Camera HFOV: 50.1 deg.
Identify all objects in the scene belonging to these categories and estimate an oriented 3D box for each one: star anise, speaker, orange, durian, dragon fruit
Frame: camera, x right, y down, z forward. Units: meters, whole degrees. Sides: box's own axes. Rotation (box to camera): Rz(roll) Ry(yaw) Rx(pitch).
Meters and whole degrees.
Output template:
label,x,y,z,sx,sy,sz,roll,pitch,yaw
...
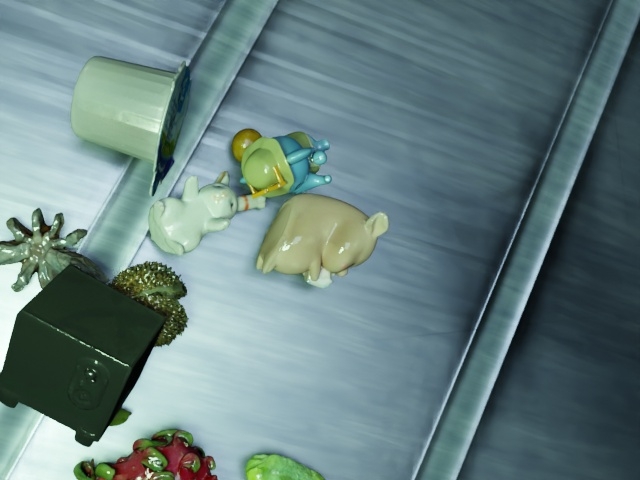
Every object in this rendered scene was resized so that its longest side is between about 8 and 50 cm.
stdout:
label,x,y,z,sx,sy,sz,roll,pitch,yaw
star anise,-0.574,0.042,1.428,0.257,0.110,0.198,40,98,-6
speaker,-0.470,0.227,1.333,0.232,0.254,0.184,30,31,-2
orange,-0.172,-0.223,1.623,0.085,0.085,0.085,2,83,-19
durian,-0.063,0.575,1.552,0.250,0.101,0.139,36,73,-12
dragon fruit,-0.350,0.510,1.423,0.273,0.218,0.198,-20,53,-15
durian,-0.374,0.140,1.456,0.196,0.167,0.196,36,31,-26

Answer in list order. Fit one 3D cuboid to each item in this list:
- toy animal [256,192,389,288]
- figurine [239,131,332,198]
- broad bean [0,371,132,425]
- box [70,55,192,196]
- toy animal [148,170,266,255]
label,x,y,z,sx,sy,sz,roll,pitch,yaw
toy animal,0.003,0.002,1.596,0.256,0.195,0.213,16,87,-19
figurine,-0.068,-0.183,1.582,0.262,0.180,0.153,-27,125,-38
broad bean,-0.554,0.320,1.439,0.325,0.075,0.067,21,122,-14
box,-0.416,-0.261,1.480,0.206,0.262,0.291,16,88,-4
toy animal,-0.252,-0.078,1.545,0.282,0.138,0.140,-32,90,-21
